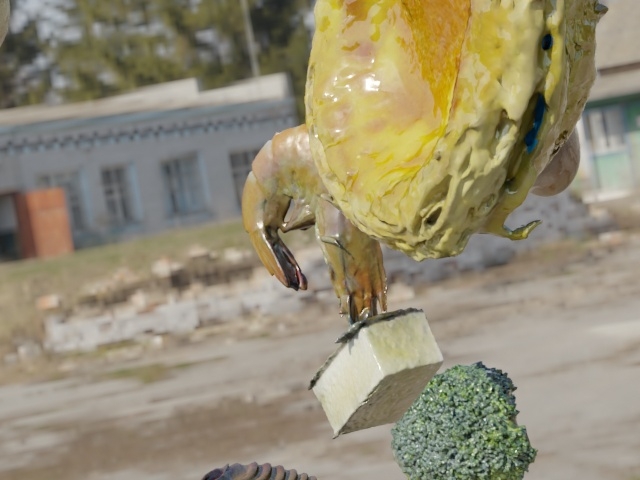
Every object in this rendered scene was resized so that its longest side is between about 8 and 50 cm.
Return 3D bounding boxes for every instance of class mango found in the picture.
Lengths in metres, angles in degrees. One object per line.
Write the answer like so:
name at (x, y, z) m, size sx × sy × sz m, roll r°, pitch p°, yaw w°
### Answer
mango at (0.253, -0.128, 2.001) m, size 0.133 × 0.111 × 0.267 m, roll -49°, pitch -30°, yaw -1°

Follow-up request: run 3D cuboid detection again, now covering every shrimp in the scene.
shrimp at (0.000, 0.000, 1.662) m, size 0.150 × 0.248 × 0.068 m, roll -29°, pitch -14°, yaw 26°

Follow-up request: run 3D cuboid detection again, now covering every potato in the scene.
potato at (0.046, 0.108, 1.316) m, size 0.086 × 0.061 × 0.122 m, roll -14°, pitch -25°, yaw -30°

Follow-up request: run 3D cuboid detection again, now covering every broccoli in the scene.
broccoli at (0.201, 0.266, 2.225) m, size 0.226 × 0.198 × 0.176 m, roll 11°, pitch -15°, yaw 19°

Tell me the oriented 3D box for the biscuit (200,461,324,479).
biscuit at (-0.001, 0.349, 1.730) m, size 0.318 × 0.040 × 0.318 m, roll 26°, pitch 23°, yaw -12°

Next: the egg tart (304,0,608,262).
egg tart at (0.110, -0.171, 1.335) m, size 0.169 × 0.387 × 0.388 m, roll -3°, pitch -1°, yaw -26°

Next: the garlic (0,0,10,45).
garlic at (-0.412, -0.251, 1.792) m, size 0.115 × 0.128 × 0.206 m, roll -34°, pitch 14°, yaw 37°
